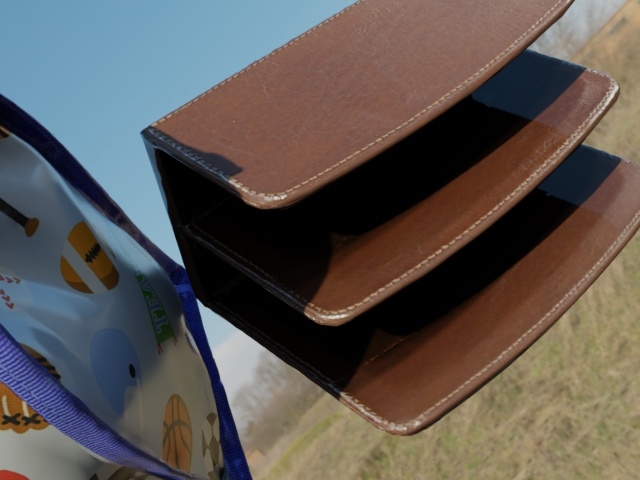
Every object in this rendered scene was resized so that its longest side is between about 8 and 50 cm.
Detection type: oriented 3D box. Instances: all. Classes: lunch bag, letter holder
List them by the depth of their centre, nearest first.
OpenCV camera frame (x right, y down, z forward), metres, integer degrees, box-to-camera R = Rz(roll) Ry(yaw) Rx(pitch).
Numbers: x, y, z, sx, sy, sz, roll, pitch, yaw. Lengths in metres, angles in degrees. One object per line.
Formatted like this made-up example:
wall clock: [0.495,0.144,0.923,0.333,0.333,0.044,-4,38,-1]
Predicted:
lunch bag: [-0.254,0.078,0.436,0.327,0.239,0.385,-26,-26,3]
letter holder: [0.079,-0.049,0.557,0.302,0.214,0.152,-37,-42,-27]
